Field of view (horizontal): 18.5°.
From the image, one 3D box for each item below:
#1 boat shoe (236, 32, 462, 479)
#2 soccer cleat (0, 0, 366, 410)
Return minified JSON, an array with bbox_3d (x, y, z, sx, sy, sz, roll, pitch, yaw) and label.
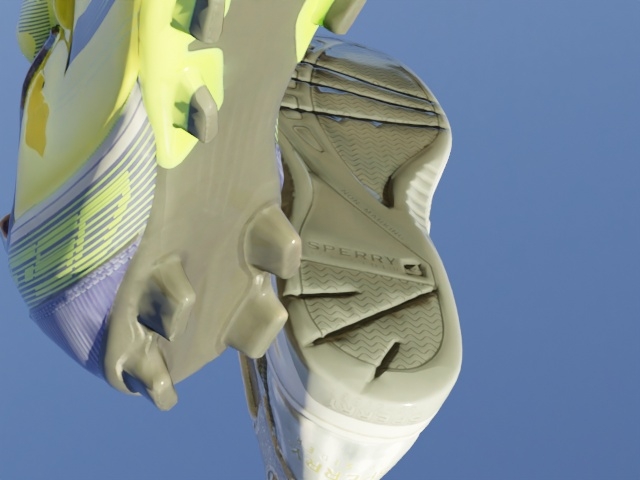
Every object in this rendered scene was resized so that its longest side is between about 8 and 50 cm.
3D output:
[{"bbox_3d":[0.003,0.001,0.979,0.118,0.103,0.320,13,-144,-16],"label":"boat shoe"},{"bbox_3d":[-0.049,-0.074,0.577,0.093,0.289,0.121,-27,-123,-38],"label":"soccer cleat"}]
